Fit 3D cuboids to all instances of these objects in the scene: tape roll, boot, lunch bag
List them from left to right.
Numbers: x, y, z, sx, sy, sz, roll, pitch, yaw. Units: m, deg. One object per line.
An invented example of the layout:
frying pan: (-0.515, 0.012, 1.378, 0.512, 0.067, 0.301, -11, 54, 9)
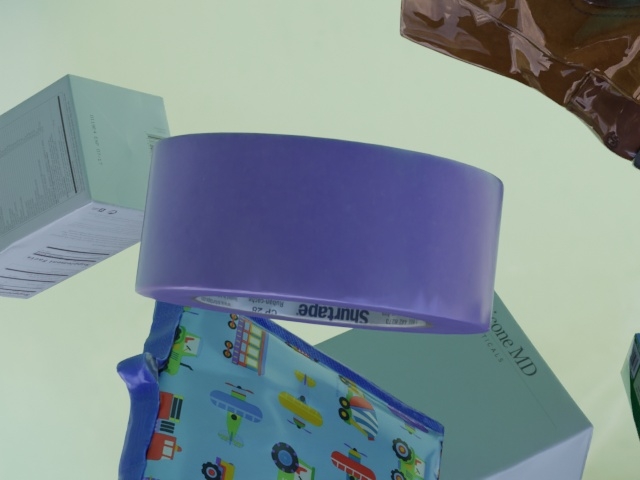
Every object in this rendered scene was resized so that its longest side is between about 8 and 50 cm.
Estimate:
lunch bag: (-0.046, 0.177, 1.291, 0.138, 0.221, 0.293, -26, 126, 31)
tape roll: (0.000, 0.000, 0.871, 0.189, 0.080, 0.189, 6, 174, 1)
boot: (0.203, -0.203, 1.229, 0.096, 0.280, 0.264, -42, 157, -36)

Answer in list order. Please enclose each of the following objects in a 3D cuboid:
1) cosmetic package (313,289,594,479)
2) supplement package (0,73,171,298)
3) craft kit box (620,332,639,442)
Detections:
cosmetic package: (0.041, 0.214, 1.577, 0.385, 0.217, 0.156, -25, 146, -16)
supplement package: (-0.274, -0.047, 1.647, 0.244, 0.139, 0.134, -24, 159, 34)
craft kit box: (0.397, 0.189, 1.400, 0.247, 0.250, 0.061, 8, 124, -7)
